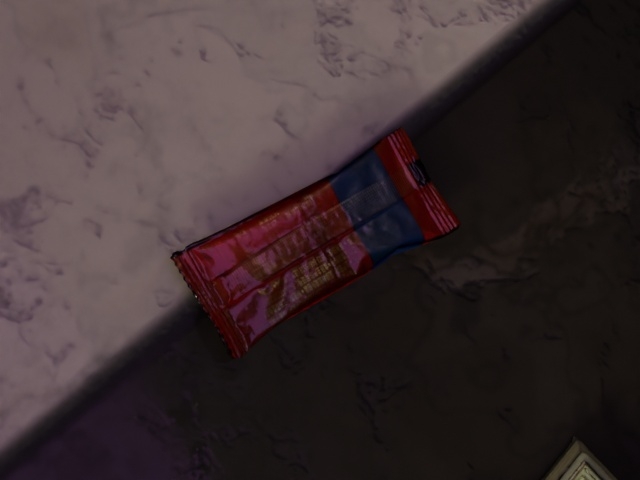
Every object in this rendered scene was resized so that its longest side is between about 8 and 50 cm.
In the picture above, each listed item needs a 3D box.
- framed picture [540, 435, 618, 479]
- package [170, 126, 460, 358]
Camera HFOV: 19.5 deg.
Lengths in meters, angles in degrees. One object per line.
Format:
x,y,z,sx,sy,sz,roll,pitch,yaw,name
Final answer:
0.211,0.319,1.291,0.293,0.018,0.231,45,69,-8,framed picture
0.000,0.000,1.265,0.200,0.022,0.083,-30,92,-24,package
